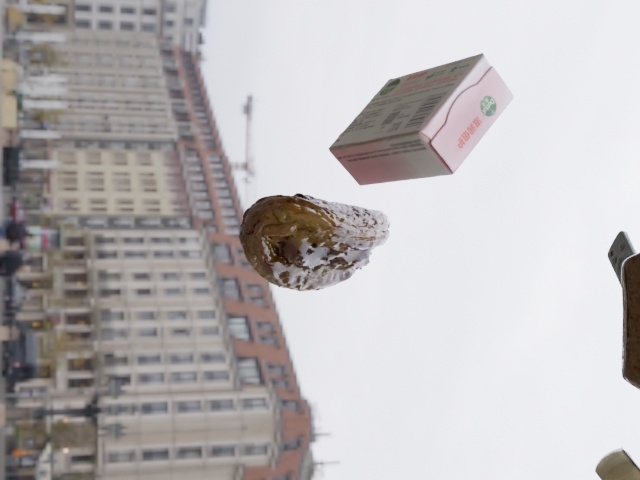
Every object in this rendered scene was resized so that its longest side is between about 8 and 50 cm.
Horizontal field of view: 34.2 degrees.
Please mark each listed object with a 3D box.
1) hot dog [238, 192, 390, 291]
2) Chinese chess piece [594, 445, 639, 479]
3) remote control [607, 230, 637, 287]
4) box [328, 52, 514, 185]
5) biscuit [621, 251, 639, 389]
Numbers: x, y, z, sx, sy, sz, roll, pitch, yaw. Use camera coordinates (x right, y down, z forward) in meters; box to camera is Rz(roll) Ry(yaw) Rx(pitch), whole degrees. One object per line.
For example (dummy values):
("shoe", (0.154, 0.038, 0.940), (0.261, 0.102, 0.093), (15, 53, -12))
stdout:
("hot dog", (-0.002, -0.001, 1.414), (0.160, 0.227, 0.099), (-43, -122, 42))
("Chinese chess piece", (0.409, 0.327, 1.344), (0.122, 0.051, 0.122), (50, 6, -7))
("remote control", (0.424, 0.057, 1.384), (0.184, 0.027, 0.049), (-96, -159, -53))
("box", (0.074, -0.089, 0.792), (0.089, 0.043, 0.125), (-49, -158, -21))
("biscuit", (0.405, 0.080, 1.012), (0.034, 0.215, 0.182), (55, 39, -65))
